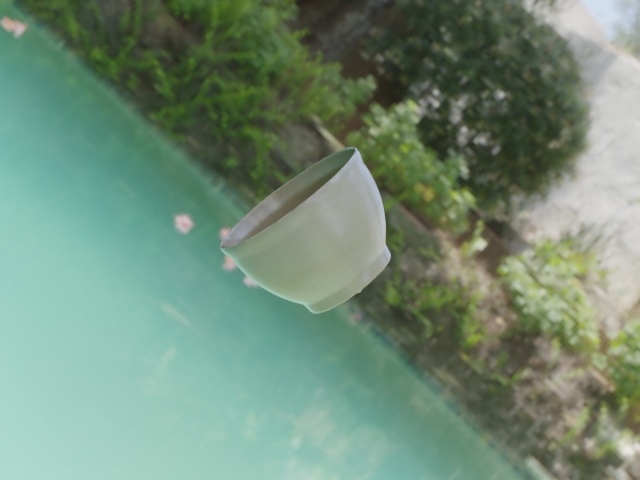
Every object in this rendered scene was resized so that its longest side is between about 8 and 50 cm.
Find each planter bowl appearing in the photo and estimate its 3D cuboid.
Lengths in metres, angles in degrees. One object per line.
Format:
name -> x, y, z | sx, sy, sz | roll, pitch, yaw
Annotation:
planter bowl -> 0.000, 0.000, 1.302 | 0.109, 0.162, 0.162 | 53, 0, -11
